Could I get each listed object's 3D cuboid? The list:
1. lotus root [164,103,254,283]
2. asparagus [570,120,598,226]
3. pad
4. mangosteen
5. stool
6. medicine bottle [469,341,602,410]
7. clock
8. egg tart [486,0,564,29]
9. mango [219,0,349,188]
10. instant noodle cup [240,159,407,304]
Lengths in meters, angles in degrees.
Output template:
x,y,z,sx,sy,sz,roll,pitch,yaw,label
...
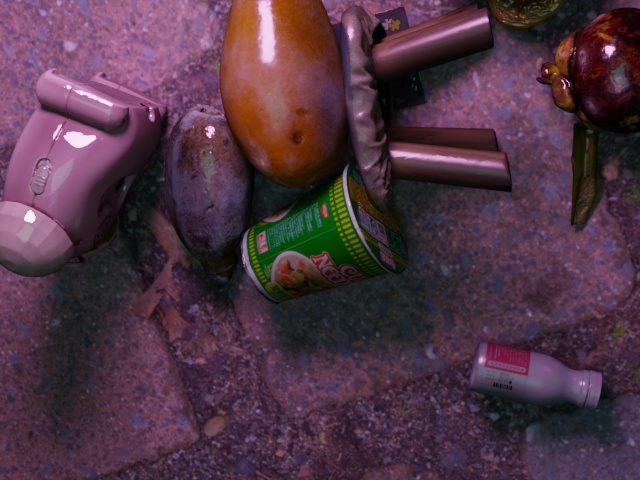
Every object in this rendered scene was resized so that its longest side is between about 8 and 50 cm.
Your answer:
x,y,z,sx,sy,sz,roll,pitch,yaw,label
-0.196,-0.070,1.785,0.158,0.140,0.322,16,113,37,lotus root
0.436,-0.108,1.715,0.045,0.041,0.178,4,106,18,asparagus
0.043,-0.287,1.761,0.246,0.006,0.170,-12,102,14,pad
0.445,-0.261,1.613,0.217,0.192,0.192,5,108,41,mangosteen
0.158,-0.222,1.601,0.226,0.310,0.310,-9,105,6,stool
0.371,0.239,1.793,0.217,0.090,0.090,12,107,7,medicine bottle
-0.407,-0.107,1.730,0.184,0.342,0.325,28,100,8,clock
0.327,-0.399,1.652,0.130,0.052,0.130,2,104,9,egg tart
-0.061,-0.269,1.665,0.199,0.221,0.384,0,106,40,mango
0.000,0.000,1.761,0.233,0.207,0.207,-24,99,25,instant noodle cup
